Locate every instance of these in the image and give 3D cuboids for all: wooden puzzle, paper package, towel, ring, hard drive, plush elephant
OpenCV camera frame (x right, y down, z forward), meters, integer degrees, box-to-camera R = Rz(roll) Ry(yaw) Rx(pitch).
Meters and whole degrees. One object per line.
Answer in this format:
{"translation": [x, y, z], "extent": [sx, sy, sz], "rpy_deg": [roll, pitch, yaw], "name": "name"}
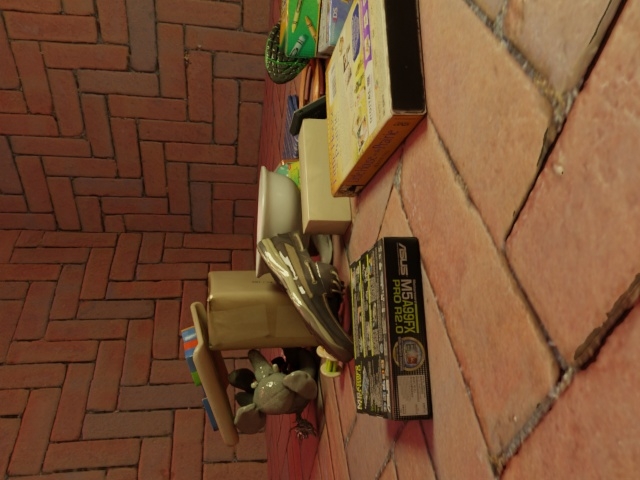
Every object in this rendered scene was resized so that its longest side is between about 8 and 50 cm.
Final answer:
{"translation": [-0.331, 0.384, 1.616], "extent": [0.348, 0.080, 0.322], "rpy_deg": [-129, 22, -70], "name": "wooden puzzle"}
{"translation": [-0.172, 0.194, 1.646], "extent": [0.309, 0.324, 0.168], "rpy_deg": [-139, 50, -74], "name": "paper package"}
{"translation": [-0.106, -0.359, 2.129], "extent": [0.336, 0.040, 0.243], "rpy_deg": [100, 164, -46], "name": "towel"}
{"translation": [-0.027, -0.433, 1.714], "extent": [0.336, 0.032, 0.337], "rpy_deg": [180, 90, -78], "name": "ring"}
{"translation": [-0.013, -0.319, 1.385], "extent": [0.022, 0.135, 0.094], "rpy_deg": [54, 160, 10], "name": "hard drive"}
{"translation": [-0.133, 0.414, 1.588], "extent": [0.330, 0.271, 0.255], "rpy_deg": [56, 177, 28], "name": "plush elephant"}

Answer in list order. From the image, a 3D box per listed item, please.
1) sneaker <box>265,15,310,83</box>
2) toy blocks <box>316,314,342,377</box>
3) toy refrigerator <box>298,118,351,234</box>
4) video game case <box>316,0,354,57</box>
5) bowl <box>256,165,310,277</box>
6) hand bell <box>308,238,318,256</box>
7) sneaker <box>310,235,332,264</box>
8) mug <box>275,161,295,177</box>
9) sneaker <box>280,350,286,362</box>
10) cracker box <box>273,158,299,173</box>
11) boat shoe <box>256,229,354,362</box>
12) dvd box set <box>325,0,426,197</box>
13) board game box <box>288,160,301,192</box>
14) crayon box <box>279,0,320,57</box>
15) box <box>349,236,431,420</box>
{"translation": [-0.080, -0.587, 1.637], "extent": [0.146, 0.134, 0.344], "rpy_deg": [124, 164, -61], "name": "sneaker"}
{"translation": [0.029, 0.229, 1.314], "extent": [0.123, 0.054, 0.148], "rpy_deg": [-108, 22, -61], "name": "toy blocks"}
{"translation": [0.006, -0.152, 1.332], "extent": [0.094, 0.102, 0.270], "rpy_deg": [115, 153, -65], "name": "toy refrigerator"}
{"translation": [0.032, -0.589, 1.326], "extent": [0.244, 0.061, 0.270], "rpy_deg": [-125, 37, -75], "name": "video game case"}
{"translation": [-0.099, -0.045, 1.474], "extent": [0.298, 0.134, 0.298], "rpy_deg": [-177, 90, -82], "name": "bowl"}
{"translation": [-0.036, -0.087, 1.609], "extent": [0.126, 0.126, 0.242], "rpy_deg": [-125, 49, -72], "name": "hand bell"}
{"translation": [0.000, 0.000, 1.465], "extent": [0.053, 0.061, 0.152], "rpy_deg": [156, 113, -76], "name": "sneaker"}
{"translation": [-0.075, -0.185, 1.682], "extent": [0.158, 0.129, 0.098], "rpy_deg": [-115, 31, -67], "name": "mug"}
{"translation": [-0.117, 0.383, 2.090], "extent": [0.166, 0.064, 0.076], "rpy_deg": [-111, 40, -55], "name": "sneaker"}
{"translation": [-0.123, -0.194, 2.028], "extent": [0.232, 0.067, 0.156], "rpy_deg": [156, 107, -73], "name": "cracker box"}
{"translation": [-0.011, 0.105, 1.235], "extent": [0.355, 0.130, 0.132], "rpy_deg": [53, 171, 27], "name": "boat shoe"}
{"translation": [0.084, -0.285, 1.039], "extent": [0.420, 0.062, 0.308], "rpy_deg": [130, 140, -73], "name": "dvd box set"}
{"translation": [-0.029, -0.175, 1.513], "extent": [0.181, 0.043, 0.092], "rpy_deg": [-6, 82, 59], "name": "board game box"}
{"translation": [-0.049, -0.611, 1.378], "extent": [0.165, 0.081, 0.279], "rpy_deg": [-109, 21, -62], "name": "crayon box"}
{"translation": [0.106, 0.148, 0.907], "extent": [0.216, 0.060, 0.270], "rpy_deg": [125, 145, -72], "name": "box"}
